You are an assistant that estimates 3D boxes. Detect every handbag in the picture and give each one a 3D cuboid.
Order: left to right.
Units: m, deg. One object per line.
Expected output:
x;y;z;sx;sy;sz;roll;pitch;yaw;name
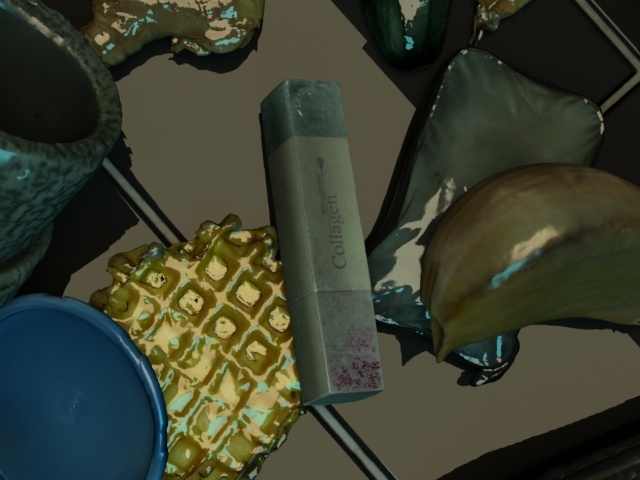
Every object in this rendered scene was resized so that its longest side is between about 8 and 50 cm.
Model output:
0.162;-0.029;1.305;0.191;0.075;0.332;24;80;-5;handbag

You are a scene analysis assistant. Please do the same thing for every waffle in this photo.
-0.107;0.116;1.269;0.262;0.060;0.281;-9;85;-6;waffle

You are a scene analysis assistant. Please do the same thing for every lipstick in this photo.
0.000;0.000;1.251;0.066;0.068;0.317;0;73;-28;lipstick

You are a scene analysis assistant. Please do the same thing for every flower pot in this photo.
-0.366;-0.083;1.148;0.299;0.299;0.283;44;122;0;flower pot

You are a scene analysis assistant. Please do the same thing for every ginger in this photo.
-0.162;-0.246;1.297;0.213;0.074;0.137;-12;86;0;ginger

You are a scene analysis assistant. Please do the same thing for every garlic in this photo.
0.253;0.015;1.240;0.338;0.151;0.196;-3;120;-27;garlic

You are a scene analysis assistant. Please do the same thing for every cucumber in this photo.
0.095;-0.301;1.329;0.115;0.063;0.244;-5;86;-5;cucumber

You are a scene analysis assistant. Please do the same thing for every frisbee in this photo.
-0.246;0.165;1.222;0.242;0.045;0.242;6;105;22;frisbee

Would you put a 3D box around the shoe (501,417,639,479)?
0.291;0.316;1.228;0.384;0.171;0.237;-21;82;-14;shoe

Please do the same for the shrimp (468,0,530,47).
0.311;-0.274;1.340;0.287;0.068;0.185;9;82;-2;shrimp
